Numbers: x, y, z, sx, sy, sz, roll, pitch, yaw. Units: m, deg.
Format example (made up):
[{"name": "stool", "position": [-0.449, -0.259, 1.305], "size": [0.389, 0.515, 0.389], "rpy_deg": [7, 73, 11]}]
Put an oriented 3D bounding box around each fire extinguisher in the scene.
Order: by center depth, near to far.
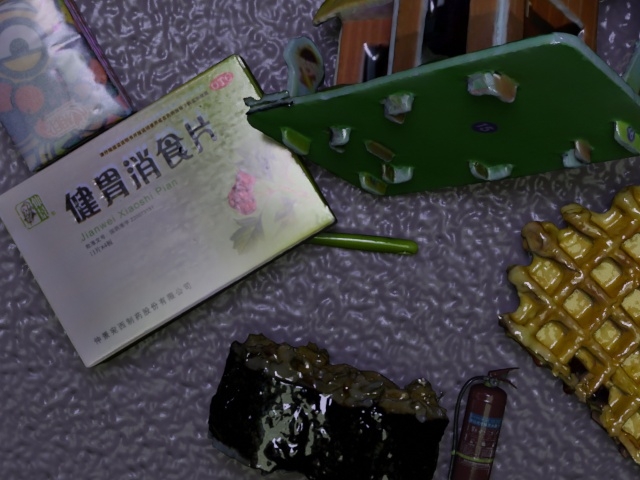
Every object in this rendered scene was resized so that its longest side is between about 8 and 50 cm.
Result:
[{"name": "fire extinguisher", "position": [0.150, 0.180, 1.093], "size": [0.056, 0.039, 0.132], "rpy_deg": [10, 96, -11]}]

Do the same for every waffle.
[{"name": "waffle", "position": [0.301, 0.089, 1.073], "size": [0.283, 0.065, 0.310], "rpy_deg": [0, 92, -3]}]

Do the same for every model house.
[{"name": "model house", "position": [0.163, -0.207, 1.015], "size": [0.300, 0.340, 0.324], "rpy_deg": [-8, 68, 39]}]

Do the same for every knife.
[{"name": "knife", "position": [0.000, 0.000, 1.080], "size": [0.184, 0.022, 0.026], "rpy_deg": [5, 76, 1]}]

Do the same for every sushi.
[{"name": "sushi", "position": [0.008, 0.160, 1.035], "size": [0.212, 0.147, 0.115], "rpy_deg": [18, 96, 1]}]

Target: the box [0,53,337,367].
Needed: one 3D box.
[{"name": "box", "position": [-0.138, -0.025, 1.044], "size": [0.260, 0.062, 0.175], "rpy_deg": [-31, 86, 3]}]

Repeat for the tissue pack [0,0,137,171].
[{"name": "tissue pack", "position": [-0.249, -0.151, 1.041], "size": [0.108, 0.060, 0.148], "rpy_deg": [-29, 95, 4]}]
